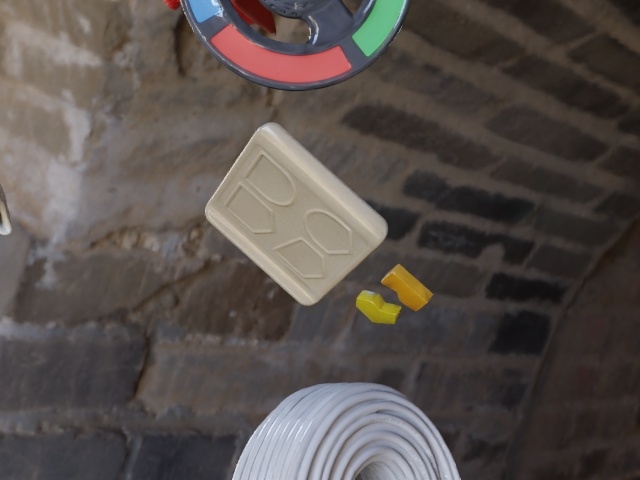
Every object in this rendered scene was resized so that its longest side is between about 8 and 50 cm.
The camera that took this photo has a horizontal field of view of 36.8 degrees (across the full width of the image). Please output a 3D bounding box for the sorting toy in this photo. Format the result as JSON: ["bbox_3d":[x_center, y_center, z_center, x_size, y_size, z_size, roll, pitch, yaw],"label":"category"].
[{"bbox_3d":[0.000,0.000,1.291,0.307,0.229,0.041,42,51,-1],"label":"sorting toy"}]

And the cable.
[{"bbox_3d":[0.032,0.261,0.891,0.089,0.257,0.257,-13,13,41],"label":"cable"}]

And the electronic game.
[{"bbox_3d":[-0.023,-0.258,0.919,0.229,0.229,0.048,18,2,-5],"label":"electronic game"}]

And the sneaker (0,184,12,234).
[{"bbox_3d":[-0.433,-0.075,1.161,0.094,0.080,0.212,49,-5,27],"label":"sneaker"}]

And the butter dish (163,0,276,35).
[{"bbox_3d":[-0.142,-0.321,1.181,0.118,0.160,0.160,-22,-12,15],"label":"butter dish"}]
